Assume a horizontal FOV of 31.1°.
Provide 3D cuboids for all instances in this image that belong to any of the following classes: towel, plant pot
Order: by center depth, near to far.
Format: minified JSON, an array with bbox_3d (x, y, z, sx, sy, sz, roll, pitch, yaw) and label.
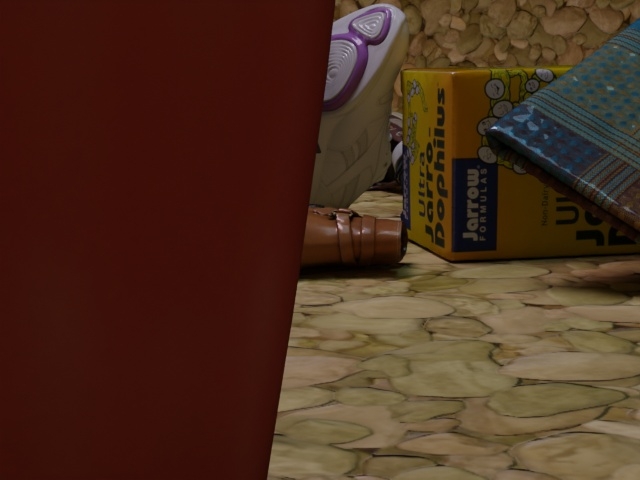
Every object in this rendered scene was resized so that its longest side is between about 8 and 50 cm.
[{"bbox_3d":[-0.122,0.003,0.483,0.275,0.243,0.275,-1,9,0],"label":"plant pot"},{"bbox_3d":[0.362,-0.107,1.069,0.271,0.040,0.370,36,52,25],"label":"towel"}]

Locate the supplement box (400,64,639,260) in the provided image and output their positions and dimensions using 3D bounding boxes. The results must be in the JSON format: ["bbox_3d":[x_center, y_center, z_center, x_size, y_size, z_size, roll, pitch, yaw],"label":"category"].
[{"bbox_3d":[0.281,-0.093,1.253,0.356,0.194,0.195,-3,9,-11],"label":"supplement box"}]

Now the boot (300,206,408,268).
[{"bbox_3d":[0.000,0.000,1.080,0.152,0.073,0.197,5,12,12],"label":"boot"}]

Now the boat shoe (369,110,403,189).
[{"bbox_3d":[0.093,-0.138,1.837,0.123,0.123,0.342,-4,15,-30],"label":"boat shoe"}]

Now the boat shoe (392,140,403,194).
[{"bbox_3d":[0.245,-0.080,1.533,0.302,0.091,0.114,-3,-35,-9],"label":"boat shoe"}]

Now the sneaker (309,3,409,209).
[{"bbox_3d":[0.034,-0.146,1.379,0.152,0.305,0.114,2,39,-40],"label":"sneaker"}]

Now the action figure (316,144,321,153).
[{"bbox_3d":[-0.145,-0.080,1.283,0.285,0.099,0.185,-31,21,0],"label":"action figure"}]

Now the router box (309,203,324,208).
[{"bbox_3d":[-0.063,-0.018,1.300,0.092,0.038,0.122,4,10,29],"label":"router box"}]
